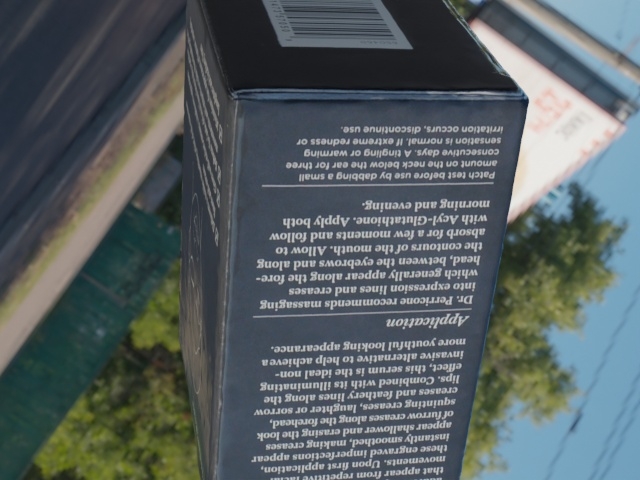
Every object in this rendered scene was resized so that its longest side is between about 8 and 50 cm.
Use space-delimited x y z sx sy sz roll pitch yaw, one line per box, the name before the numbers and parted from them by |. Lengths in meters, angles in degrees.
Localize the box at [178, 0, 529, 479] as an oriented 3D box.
box | 0.000 0.000 1.013 0.293 0.212 0.395 -110 -158 -57
